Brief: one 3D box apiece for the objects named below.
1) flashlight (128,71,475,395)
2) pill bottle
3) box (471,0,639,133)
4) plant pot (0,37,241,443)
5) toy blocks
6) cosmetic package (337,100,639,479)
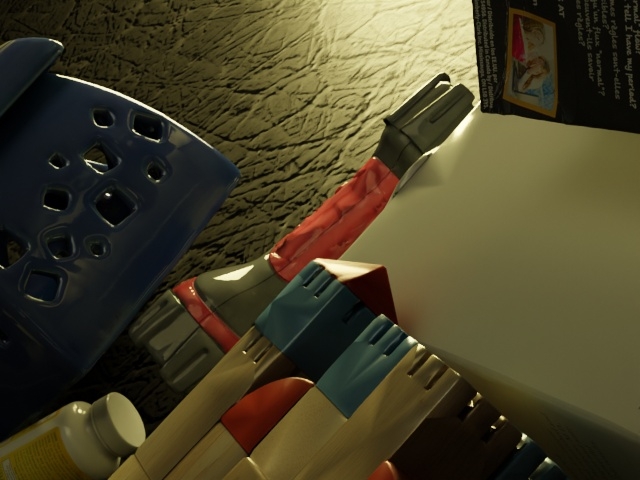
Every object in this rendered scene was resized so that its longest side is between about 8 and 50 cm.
[{"bbox_3d":[0.000,0.000,1.167,0.304,0.103,0.103,-42,30,-2],"label":"flashlight"},{"bbox_3d":[-0.193,0.162,1.205,0.116,0.065,0.065,-30,32,17],"label":"pill bottle"},{"bbox_3d":[0.213,-0.160,0.826,0.247,0.163,0.142,-17,18,-34],"label":"box"},{"bbox_3d":[-0.240,-0.007,1.249,0.236,0.212,0.236,-36,16,53],"label":"plant pot"},{"bbox_3d":[0.002,0.156,0.750,0.261,0.191,0.381,-47,26,-3],"label":"toy blocks"},{"bbox_3d":[0.192,0.042,0.856,0.217,0.156,0.385,-47,30,-12],"label":"cosmetic package"}]
